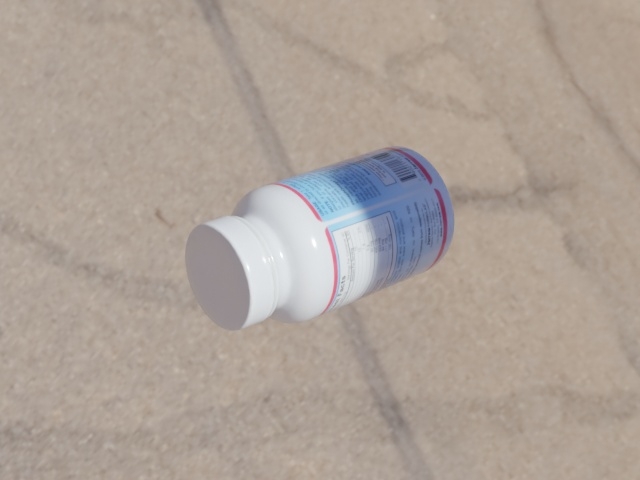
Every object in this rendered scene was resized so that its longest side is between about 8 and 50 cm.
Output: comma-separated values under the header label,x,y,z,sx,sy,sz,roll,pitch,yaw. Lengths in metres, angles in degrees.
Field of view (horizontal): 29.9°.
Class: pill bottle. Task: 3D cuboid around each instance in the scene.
label,x,y,z,sx,sy,sz,roll,pitch,yaw
pill bottle,0.000,0.000,0.742,0.160,0.087,0.087,-19,70,-36
